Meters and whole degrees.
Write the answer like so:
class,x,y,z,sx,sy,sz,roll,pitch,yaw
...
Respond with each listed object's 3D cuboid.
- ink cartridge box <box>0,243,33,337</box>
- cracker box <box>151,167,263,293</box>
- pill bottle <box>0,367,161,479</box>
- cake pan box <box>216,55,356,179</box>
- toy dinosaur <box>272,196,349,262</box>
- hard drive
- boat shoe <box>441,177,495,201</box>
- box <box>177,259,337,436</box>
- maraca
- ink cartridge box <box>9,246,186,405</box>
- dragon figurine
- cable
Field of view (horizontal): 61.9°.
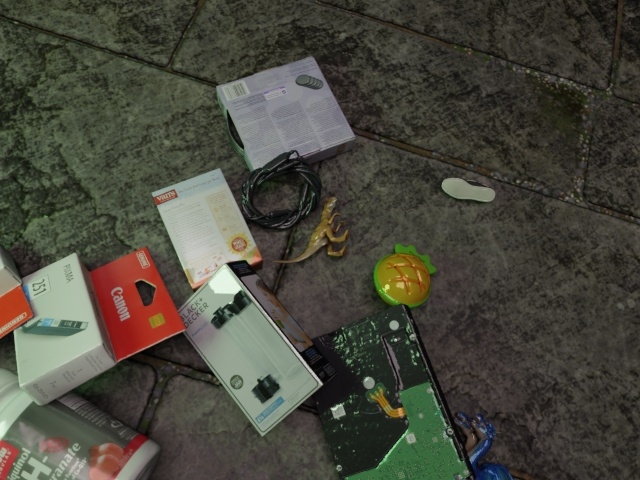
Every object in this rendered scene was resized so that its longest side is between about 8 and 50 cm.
class,x,y,z,sx,sy,sz,roll,pitch,yaw
ink cartridge box,-0.681,0.140,0.962,0.275,0.060,0.239,-37,42,-17
cracker box,-0.239,-0.021,1.134,0.156,0.067,0.232,-22,75,-15
pill bottle,-0.455,0.354,0.914,0.319,0.176,0.176,29,70,4
cake pan box,-0.086,-0.284,1.248,0.267,0.070,0.245,-23,73,-14
toy dinosaur,0.000,0.000,1.168,0.112,0.064,0.211,20,59,20
hard drive,0.117,0.317,1.008,0.237,0.064,0.338,-25,72,14
boat shoe,0.347,-0.122,1.257,0.125,0.038,0.046,10,111,2
box,-0.129,0.198,1.018,0.169,0.087,0.290,-43,78,16
maraca,0.182,0.073,1.139,0.127,0.099,0.185,37,44,4
ink cartridge box,-0.420,0.120,0.982,0.261,0.066,0.296,-28,41,-16
dragon figurine,0.322,0.475,1.013,0.144,0.085,0.289,-25,74,-14
cable,-0.088,-0.100,1.168,0.184,0.047,0.150,-38,114,-11
